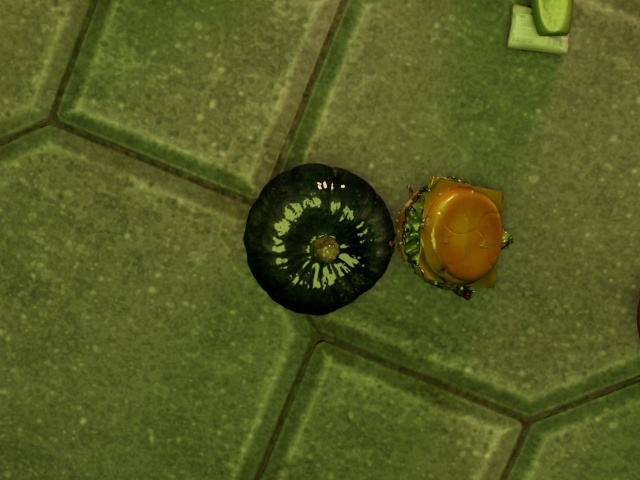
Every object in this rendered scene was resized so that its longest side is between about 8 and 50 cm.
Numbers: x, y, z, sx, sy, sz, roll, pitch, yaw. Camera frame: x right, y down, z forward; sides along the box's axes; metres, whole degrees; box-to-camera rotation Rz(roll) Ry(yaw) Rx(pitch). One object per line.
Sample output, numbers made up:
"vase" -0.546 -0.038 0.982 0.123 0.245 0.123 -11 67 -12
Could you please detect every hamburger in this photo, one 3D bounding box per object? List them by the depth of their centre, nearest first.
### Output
"hamburger" 0.178 -0.007 1.903 0.190 0.093 0.164 22 79 -31

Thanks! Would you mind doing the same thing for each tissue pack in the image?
"tissue pack" 0.300 -0.289 1.898 0.083 0.042 0.062 7 99 4

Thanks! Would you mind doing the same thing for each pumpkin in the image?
"pumpkin" -0.002 0.000 1.905 0.212 0.152 0.211 2 108 7

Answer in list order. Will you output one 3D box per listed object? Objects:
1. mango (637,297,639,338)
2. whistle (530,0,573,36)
"mango" 0.536 0.147 1.902 0.253 0.113 0.138 39 95 -8
"whistle" 0.305 -0.416 1.846 0.131 0.106 0.288 -3 93 0
